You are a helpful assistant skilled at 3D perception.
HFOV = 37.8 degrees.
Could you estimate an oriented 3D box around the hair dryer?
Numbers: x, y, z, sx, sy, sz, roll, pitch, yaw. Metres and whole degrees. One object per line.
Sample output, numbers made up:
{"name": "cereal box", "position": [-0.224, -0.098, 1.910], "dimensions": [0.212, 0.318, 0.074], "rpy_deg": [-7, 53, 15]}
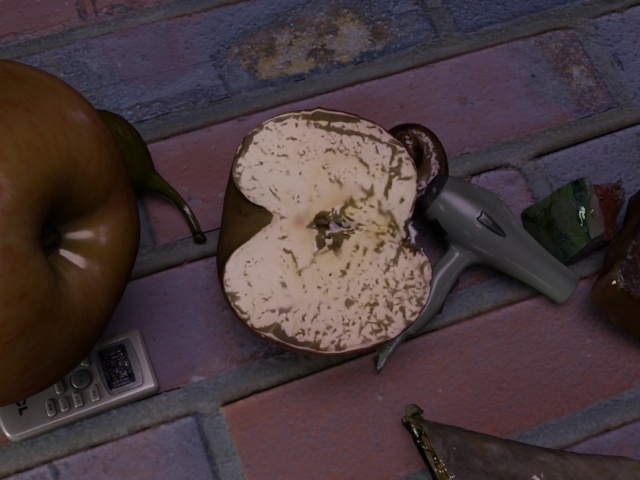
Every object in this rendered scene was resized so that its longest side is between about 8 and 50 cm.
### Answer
{"name": "hair dryer", "position": [0.207, 0.070, 1.192], "dimensions": [0.229, 0.092, 0.267], "rpy_deg": [17, 84, -6]}

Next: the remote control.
{"name": "remote control", "position": [-0.296, 0.174, 1.128], "dimensions": [0.189, 0.029, 0.088], "rpy_deg": [-18, 67, -11]}

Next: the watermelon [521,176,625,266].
{"name": "watermelon", "position": [0.343, -0.021, 1.251], "dimensions": [0.158, 0.121, 0.098], "rpy_deg": [-9, 76, -56]}

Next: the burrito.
{"name": "burrito", "position": [0.251, 0.305, 1.061], "dimensions": [0.347, 0.107, 0.175], "rpy_deg": [15, 52, 1]}

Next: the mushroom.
{"name": "mushroom", "position": [0.113, -0.096, 1.249], "dimensions": [0.126, 0.085, 0.109], "rpy_deg": [-41, 117, -16]}

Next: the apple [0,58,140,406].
{"name": "apple", "position": [-0.383, -0.006, 1.004], "dimensions": [0.346, 0.391, 0.392], "rpy_deg": [5, 60, 33]}

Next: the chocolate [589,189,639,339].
{"name": "chocolate", "position": [0.439, 0.025, 1.195], "dimensions": [0.148, 0.093, 0.214], "rpy_deg": [38, 59, -4]}

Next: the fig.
{"name": "fig", "position": [-0.239, -0.079, 1.216], "dimensions": [0.236, 0.124, 0.124], "rpy_deg": [32, 66, -6]}

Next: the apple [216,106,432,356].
{"name": "apple", "position": [0.000, 0.000, 1.153], "dimensions": [0.251, 0.163, 0.293], "rpy_deg": [6, 79, -6]}
